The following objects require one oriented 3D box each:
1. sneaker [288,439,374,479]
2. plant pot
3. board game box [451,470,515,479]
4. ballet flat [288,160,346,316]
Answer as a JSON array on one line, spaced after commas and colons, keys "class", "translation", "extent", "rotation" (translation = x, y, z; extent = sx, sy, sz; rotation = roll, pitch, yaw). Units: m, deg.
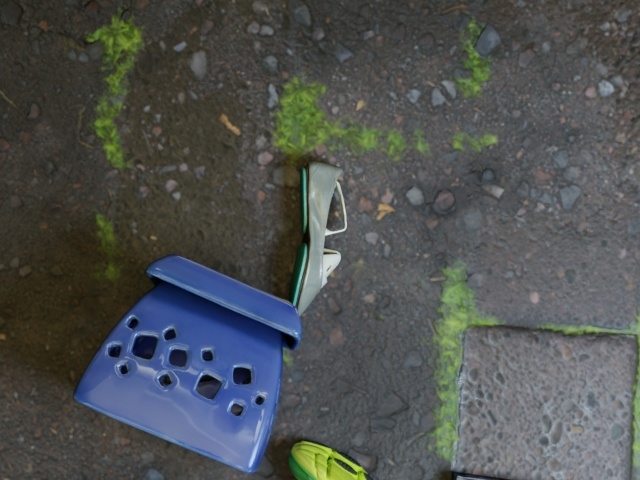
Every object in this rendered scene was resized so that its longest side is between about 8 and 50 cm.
[{"class": "sneaker", "translation": [0.045, 0.388, 1.361], "extent": [0.123, 0.109, 0.295], "rotation": [-43, 75, 15]}, {"class": "plant pot", "translation": [-0.149, 0.152, 1.331], "extent": [0.236, 0.236, 0.212], "rotation": [23, 80, 2]}, {"class": "board game box", "translation": [0.286, 0.406, 1.393], "extent": [0.243, 0.042, 0.165], "rotation": [7, 86, 2]}, {"class": "ballet flat", "translation": [0.000, 0.000, 1.415], "extent": [0.068, 0.072, 0.213], "rotation": [5, 87, -9]}]
